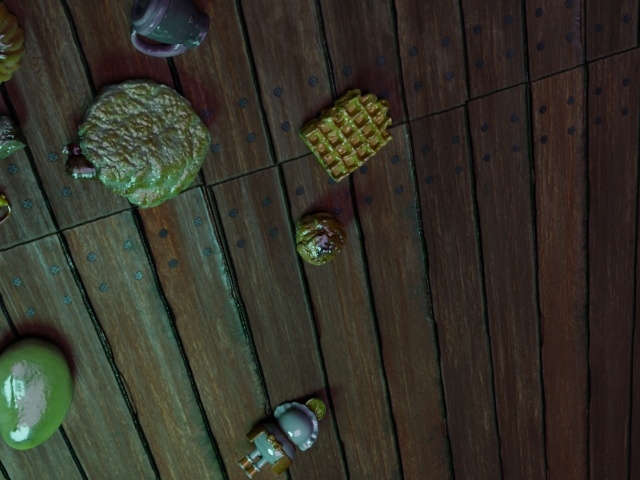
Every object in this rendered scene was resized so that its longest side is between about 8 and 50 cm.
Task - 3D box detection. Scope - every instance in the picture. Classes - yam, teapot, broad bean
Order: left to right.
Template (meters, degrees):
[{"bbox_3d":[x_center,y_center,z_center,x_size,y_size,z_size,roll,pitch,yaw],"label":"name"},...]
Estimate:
[{"bbox_3d":[-0.672,-0.178,1.569,0.179,0.078,0.078,-29,123,-5],"label":"yam"},{"bbox_3d":[-0.658,0.348,1.819,0.188,0.121,0.263,-1,114,-26],"label":"broad bean"},{"bbox_3d":[-0.296,-0.423,1.574,0.146,0.116,0.148,20,103,-40],"label":"teapot"}]

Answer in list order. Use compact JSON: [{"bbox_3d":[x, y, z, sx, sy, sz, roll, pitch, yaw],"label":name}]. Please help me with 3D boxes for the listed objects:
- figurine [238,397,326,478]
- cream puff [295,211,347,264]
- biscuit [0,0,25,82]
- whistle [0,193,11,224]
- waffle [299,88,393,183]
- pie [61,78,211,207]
[{"bbox_3d":[-0.100,0.522,2.126,0.271,0.143,0.143,-42,123,5],"label":"figurine"},{"bbox_3d":[0.000,0.000,1.917,0.119,0.104,0.133,7,114,-32],"label":"cream puff"},{"bbox_3d":[-0.621,-0.355,1.507,0.118,0.061,0.183,30,101,-33],"label":"biscuit"},{"bbox_3d":[-0.686,-0.048,1.650,0.109,0.046,0.057,-39,109,-7],"label":"whistle"},{"bbox_3d":[0.073,-0.256,1.838,0.211,0.055,0.160,-40,124,2],"label":"waffle"},{"bbox_3d":[-0.371,-0.203,1.662,0.274,0.105,0.257,25,96,-31],"label":"pie"}]
